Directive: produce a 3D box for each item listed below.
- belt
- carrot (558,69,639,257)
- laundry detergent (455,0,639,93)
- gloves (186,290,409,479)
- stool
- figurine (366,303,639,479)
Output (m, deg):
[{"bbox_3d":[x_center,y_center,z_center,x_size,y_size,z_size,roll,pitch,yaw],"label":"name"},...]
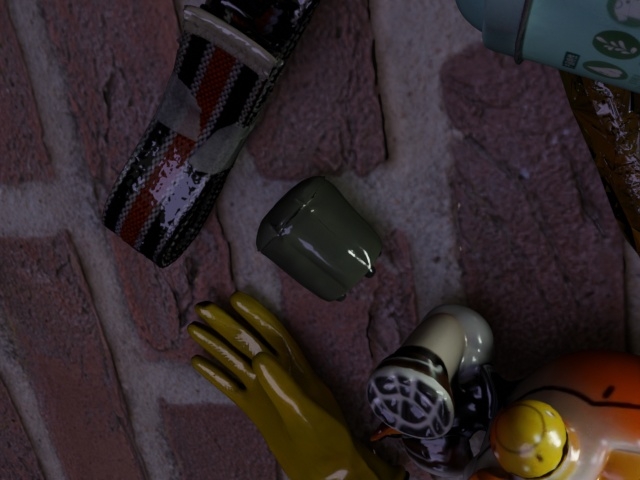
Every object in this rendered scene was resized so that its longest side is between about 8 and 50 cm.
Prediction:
[{"bbox_3d":[-0.108,-0.114,0.739,0.094,0.126,0.359,32,129,-5],"label":"belt"},{"bbox_3d":[0.243,-0.085,0.628,0.069,0.069,0.229,-19,104,30],"label":"carrot"},{"bbox_3d":[0.235,-0.213,0.435,0.305,0.287,0.287,21,121,12],"label":"laundry detergent"},{"bbox_3d":[-0.044,0.185,0.869,0.133,0.116,0.294,-43,87,26],"label":"gloves"},{"bbox_3d":[0.000,0.000,0.757,0.110,0.096,0.096,42,123,-7],"label":"stool"},{"bbox_3d":[0.215,0.181,0.693,0.323,0.196,0.320,22,164,21],"label":"figurine"}]
